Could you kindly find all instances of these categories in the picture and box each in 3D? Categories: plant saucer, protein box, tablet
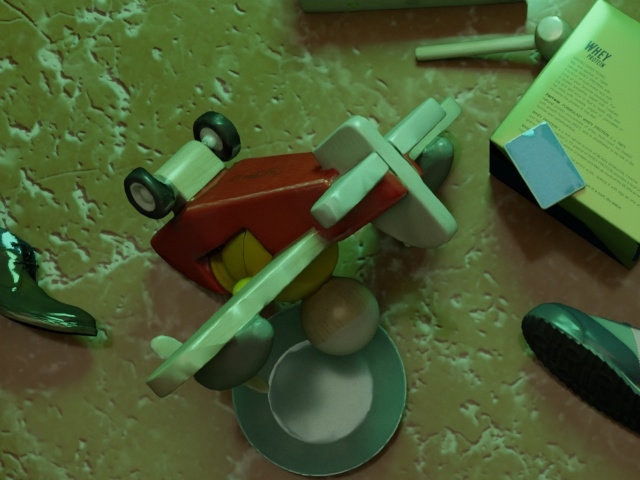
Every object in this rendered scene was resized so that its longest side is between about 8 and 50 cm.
[{"bbox_3d":[0.000,0.166,1.591,0.195,0.037,0.195,-1,78,5],"label":"plant saucer"},{"bbox_3d":[0.324,-0.115,1.573,0.200,0.136,0.201,36,84,13],"label":"protein box"},{"bbox_3d":[0.236,-0.079,1.501,0.054,0.006,0.083,-30,77,0],"label":"tablet"}]

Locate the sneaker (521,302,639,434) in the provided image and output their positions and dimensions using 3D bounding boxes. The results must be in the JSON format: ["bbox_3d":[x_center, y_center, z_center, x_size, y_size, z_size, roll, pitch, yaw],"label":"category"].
[{"bbox_3d":[0.374,0.140,1.539,0.319,0.112,0.131,33,65,9],"label":"sneaker"}]

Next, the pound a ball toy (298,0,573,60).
[{"bbox_3d":[0.130,-0.311,1.638,0.319,0.136,0.208,-2,77,6],"label":"pound a ball toy"}]

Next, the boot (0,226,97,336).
[{"bbox_3d":[-0.345,0.039,1.632,0.219,0.082,0.106,16,82,11],"label":"boot"}]

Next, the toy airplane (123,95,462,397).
[{"bbox_3d":[0.000,0.000,1.479,0.386,0.384,0.272,-25,111,6],"label":"toy airplane"}]
